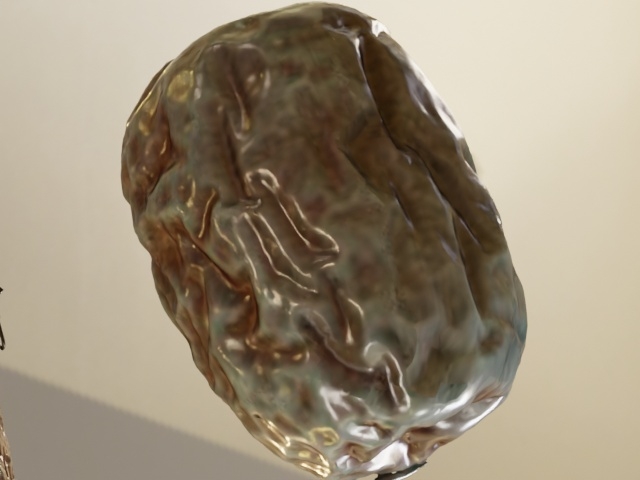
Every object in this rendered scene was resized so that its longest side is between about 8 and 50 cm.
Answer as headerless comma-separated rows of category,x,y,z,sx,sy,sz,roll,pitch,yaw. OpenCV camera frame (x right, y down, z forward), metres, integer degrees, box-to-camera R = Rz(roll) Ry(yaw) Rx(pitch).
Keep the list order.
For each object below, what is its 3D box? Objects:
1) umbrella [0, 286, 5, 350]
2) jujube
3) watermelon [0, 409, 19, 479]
umbrella,-0.276,0.018,1.420,0.022,0.022,0.148,-17,-84,-27
jujube,0.000,0.000,1.136,0.226,0.226,0.317,-7,-111,-52
watermelon,-0.323,0.177,1.582,0.154,0.094,0.241,49,-158,-84
